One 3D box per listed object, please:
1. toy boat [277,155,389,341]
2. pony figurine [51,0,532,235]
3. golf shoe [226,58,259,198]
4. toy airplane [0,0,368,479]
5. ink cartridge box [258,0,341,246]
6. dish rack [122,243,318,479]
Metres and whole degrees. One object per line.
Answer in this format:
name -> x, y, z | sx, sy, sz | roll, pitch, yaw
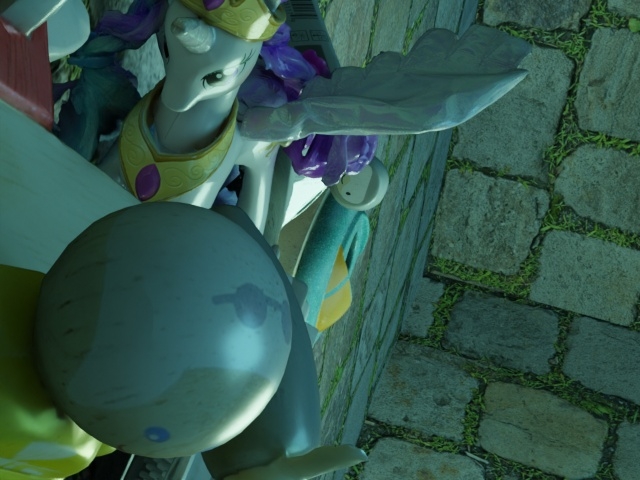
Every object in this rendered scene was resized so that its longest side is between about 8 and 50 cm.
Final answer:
toy boat -> 0.000, 0.000, 1.578 | 0.318, 0.148, 0.267 | 93, 16, -53
pony figurine -> -0.056, -0.089, 0.904 | 0.351, 0.303, 0.363 | -47, 167, -52
golf shoe -> -0.080, -0.080, 1.193 | 0.094, 0.077, 0.198 | -48, 148, -82
toy airplane -> -0.124, 0.002, 0.499 | 0.386, 0.272, 0.384 | -40, 126, -50
ink cartridge box -> -0.031, -0.104, 1.236 | 0.232, 0.066, 0.189 | 96, -17, -45
dish rack -> -0.106, 0.182, 1.143 | 0.333, 0.072, 0.285 | -48, -163, 55
